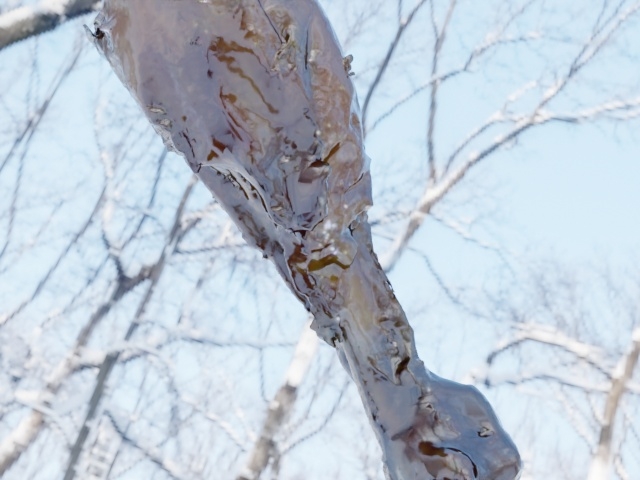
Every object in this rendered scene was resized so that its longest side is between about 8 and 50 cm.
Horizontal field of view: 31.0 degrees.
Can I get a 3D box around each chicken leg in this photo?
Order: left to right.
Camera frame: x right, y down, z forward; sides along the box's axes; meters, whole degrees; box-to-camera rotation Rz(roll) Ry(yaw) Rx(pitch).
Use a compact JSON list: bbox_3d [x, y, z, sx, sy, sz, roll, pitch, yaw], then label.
[{"bbox_3d":[0.000,0.000,0.493,0.304,0.093,0.113,62,-20,2],"label":"chicken leg"}]
